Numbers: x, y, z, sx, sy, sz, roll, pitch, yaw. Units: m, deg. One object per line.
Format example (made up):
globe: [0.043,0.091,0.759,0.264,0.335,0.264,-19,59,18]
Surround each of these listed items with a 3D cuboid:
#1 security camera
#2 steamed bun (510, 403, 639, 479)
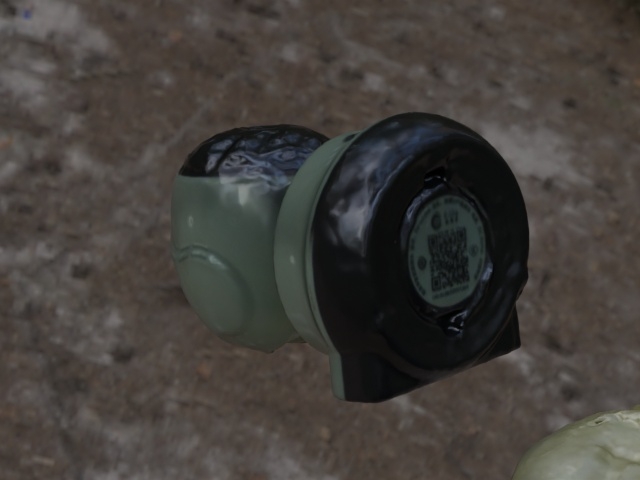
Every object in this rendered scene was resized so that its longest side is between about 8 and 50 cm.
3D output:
security camera: [0.000,0.000,1.152,0.197,0.191,0.277,-17,14,-40]
steamed bun: [0.254,0.287,0.909,0.325,0.230,0.372,39,35,-33]
